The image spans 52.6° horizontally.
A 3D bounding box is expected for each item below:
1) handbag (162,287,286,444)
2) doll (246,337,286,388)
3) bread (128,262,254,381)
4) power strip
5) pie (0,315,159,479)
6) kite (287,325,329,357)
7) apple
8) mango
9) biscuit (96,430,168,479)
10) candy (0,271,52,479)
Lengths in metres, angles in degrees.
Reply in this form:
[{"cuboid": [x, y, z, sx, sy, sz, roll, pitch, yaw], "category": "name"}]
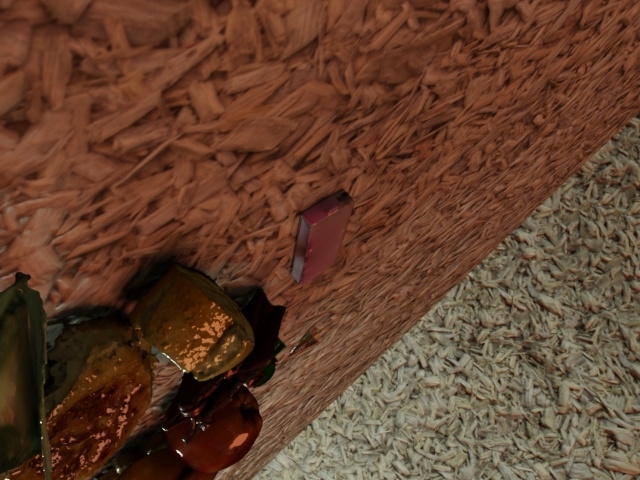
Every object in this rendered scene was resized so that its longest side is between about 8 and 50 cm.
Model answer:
[{"cuboid": [-0.181, 0.240, 1.282, 0.260, 0.084, 0.275, -44, -169, 16], "category": "handbag"}, {"cuboid": [-0.160, 0.297, 1.581, 0.134, 0.106, 0.186, -44, 179, -19], "category": "doll"}, {"cuboid": [-0.198, 0.141, 1.066, 0.124, 0.186, 0.257, -43, 168, -2], "category": "bread"}, {"cuboid": [0.000, 0.000, 1.326, 0.109, 0.037, 0.279, -31, 158, -23], "category": "power strip"}, {"cuboid": [-0.378, 0.263, 1.004, 0.355, 0.102, 0.288, -51, 160, -24], "category": "pie"}, {"cuboid": [-0.035, 0.308, 1.964, 0.159, 0.010, 0.190, -39, 161, -4], "category": "kite"}, {"cuboid": [-0.254, 0.447, 1.570, 0.234, 0.234, 0.234, -34, 160, -15], "category": "apple"}, {"cuboid": [-0.391, 0.603, 1.630, 0.287, 0.152, 0.201, -21, 140, -43], "category": "mango"}, {"cuboid": [-0.494, 0.589, 1.694, 0.301, 0.049, 0.197, -38, 159, -2], "category": "biscuit"}, {"cuboid": [-0.469, 0.176, 0.628, 0.397, 0.172, 0.263, -10, 123, -24], "category": "candy"}]
